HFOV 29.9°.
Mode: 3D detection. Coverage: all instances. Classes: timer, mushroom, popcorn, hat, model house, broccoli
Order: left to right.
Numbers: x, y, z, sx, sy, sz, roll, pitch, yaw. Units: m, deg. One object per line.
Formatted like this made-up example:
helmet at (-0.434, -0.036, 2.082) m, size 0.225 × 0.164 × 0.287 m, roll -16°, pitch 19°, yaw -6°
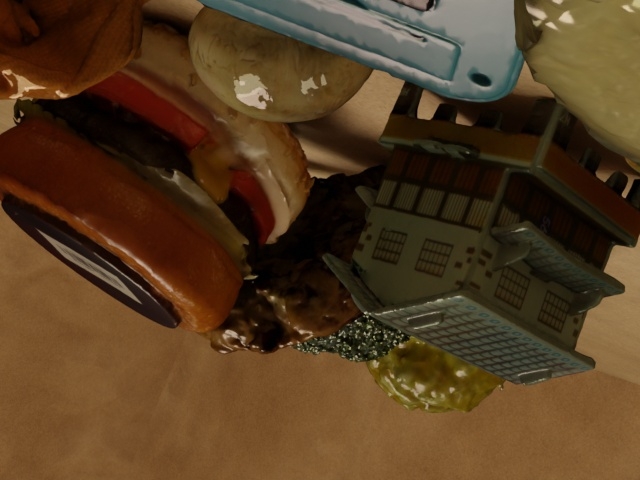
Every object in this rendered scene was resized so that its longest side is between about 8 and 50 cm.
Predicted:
hat at (-0.217, -0.214, 0.988) m, size 0.233 × 0.244 × 0.233 m, roll -7°, pitch -155°, yaw 2°
mushroom at (-0.025, -0.147, 0.883) m, size 0.148 × 0.112 × 0.148 m, roll 14°, pitch -150°, yaw -8°
broccoli at (-0.008, 0.021, 1.635) m, size 0.221 × 0.252 × 0.361 m, roll 20°, pitch 178°, yaw -42°
timer at (0.023, -0.193, 0.630) m, size 0.232 × 0.091 × 0.250 m, roll 22°, pitch 163°, yaw 6°
popcorn at (0.177, 0.121, 1.755) m, size 0.247 × 0.282 × 0.282 m, roll 23°, pitch 174°, yaw -5°
model house at (0.151, 0.000, 1.060) m, size 0.198 × 0.215 × 0.224 m, roll 19°, pitch 173°, yaw 45°

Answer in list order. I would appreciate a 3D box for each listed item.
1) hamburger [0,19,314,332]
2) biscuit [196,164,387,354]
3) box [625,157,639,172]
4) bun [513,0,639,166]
hamburger at (-0.182, -0.072, 1.295) m, size 0.330 × 0.250 × 0.330 m, roll 33°, pitch 166°, yaw 9°
biscuit at (-0.015, 0.011, 1.422) m, size 0.081 × 0.334 × 0.289 m, roll 64°, pitch 174°, yaw -28°
box at (0.280, -0.062, 0.886) m, size 0.105 × 0.037 × 0.105 m, roll 22°, pitch 173°, yaw 3°
bun at (0.182, -0.101, 0.340) m, size 0.259 × 0.152 × 0.259 m, roll 12°, pitch 163°, yaw 4°
